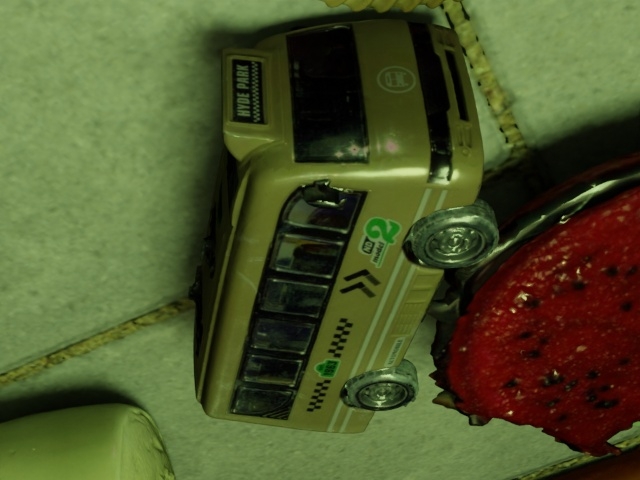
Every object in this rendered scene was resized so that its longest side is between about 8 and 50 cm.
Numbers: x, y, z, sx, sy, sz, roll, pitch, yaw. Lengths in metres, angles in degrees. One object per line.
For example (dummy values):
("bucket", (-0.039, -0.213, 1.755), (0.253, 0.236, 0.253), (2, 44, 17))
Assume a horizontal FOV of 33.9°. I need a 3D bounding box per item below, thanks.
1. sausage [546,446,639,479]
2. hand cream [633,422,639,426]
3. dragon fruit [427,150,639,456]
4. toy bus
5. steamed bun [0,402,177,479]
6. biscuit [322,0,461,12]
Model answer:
("sausage", (0.329, 0.276, 1.120), (0.330, 0.102, 0.102), (-23, 140, 14))
("hand cream", (0.424, 0.099, 0.930), (0.147, 0.093, 0.306), (9, 139, -32))
("dragon fruit", (0.212, 0.016, 0.764), (0.282, 0.100, 0.343), (18, 129, -33))
("toy bus", (0.000, 0.000, 0.665), (0.157, 0.139, 0.289), (4, 142, -12))
("steamed bun", (-0.215, 0.225, 0.866), (0.200, 0.154, 0.250), (-9, 148, 1))
("biscuit", (0.036, -0.216, 0.453), (0.259, 0.079, 0.259), (-8, 141, -6))
